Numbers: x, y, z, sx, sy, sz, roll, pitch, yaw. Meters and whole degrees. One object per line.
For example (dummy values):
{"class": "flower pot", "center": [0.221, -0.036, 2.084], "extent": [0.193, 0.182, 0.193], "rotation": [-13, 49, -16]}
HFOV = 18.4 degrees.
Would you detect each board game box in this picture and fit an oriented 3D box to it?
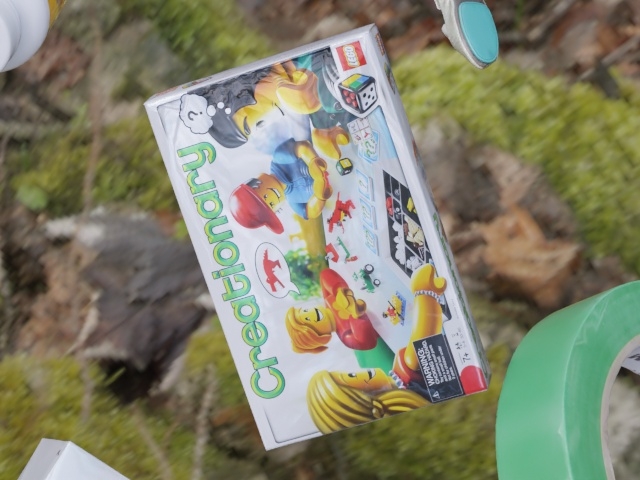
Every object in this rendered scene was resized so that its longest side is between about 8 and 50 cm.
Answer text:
{"class": "board game box", "center": [0.000, 0.000, 1.587], "extent": [0.193, 0.053, 0.305], "rotation": [-17, 100, 13]}

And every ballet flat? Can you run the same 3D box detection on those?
{"class": "ballet flat", "center": [0.151, -0.251, 2.137], "extent": [0.057, 0.052, 0.168], "rotation": [3, 64, -33]}

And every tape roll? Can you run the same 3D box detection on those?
{"class": "tape roll", "center": [0.277, 0.193, 1.578], "extent": [0.321, 0.077, 0.321], "rotation": [20, 58, -36]}

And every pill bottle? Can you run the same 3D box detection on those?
{"class": "pill bottle", "center": [-0.275, -0.221, 1.684], "extent": [0.117, 0.117, 0.215], "rotation": [30, 33, -10]}

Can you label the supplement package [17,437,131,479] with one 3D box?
{"class": "supplement package", "center": [-0.211, 0.316, 1.814], "extent": [0.203, 0.149, 0.194], "rotation": [35, 77, -12]}
